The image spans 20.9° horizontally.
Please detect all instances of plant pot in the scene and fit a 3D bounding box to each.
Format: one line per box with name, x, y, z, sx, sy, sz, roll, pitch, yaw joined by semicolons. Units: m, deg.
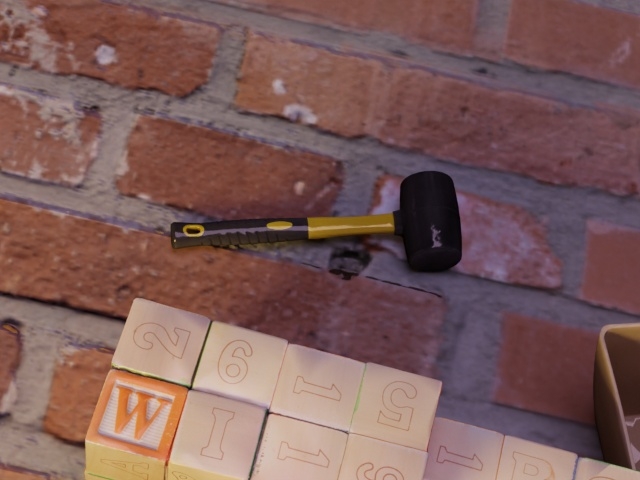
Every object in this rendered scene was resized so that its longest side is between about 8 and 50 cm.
plant pot;0.218;0.117;1.041;0.109;0.096;0.109;-3;61;-10

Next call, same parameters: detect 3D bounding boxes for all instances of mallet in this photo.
mallet;0.000;0.000;1.121;0.190;0.039;0.062;-10;64;-8

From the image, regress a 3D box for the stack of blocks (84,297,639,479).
stack of blocks;0.024;0.145;0.956;0.297;0.171;0.087;16;59;1
